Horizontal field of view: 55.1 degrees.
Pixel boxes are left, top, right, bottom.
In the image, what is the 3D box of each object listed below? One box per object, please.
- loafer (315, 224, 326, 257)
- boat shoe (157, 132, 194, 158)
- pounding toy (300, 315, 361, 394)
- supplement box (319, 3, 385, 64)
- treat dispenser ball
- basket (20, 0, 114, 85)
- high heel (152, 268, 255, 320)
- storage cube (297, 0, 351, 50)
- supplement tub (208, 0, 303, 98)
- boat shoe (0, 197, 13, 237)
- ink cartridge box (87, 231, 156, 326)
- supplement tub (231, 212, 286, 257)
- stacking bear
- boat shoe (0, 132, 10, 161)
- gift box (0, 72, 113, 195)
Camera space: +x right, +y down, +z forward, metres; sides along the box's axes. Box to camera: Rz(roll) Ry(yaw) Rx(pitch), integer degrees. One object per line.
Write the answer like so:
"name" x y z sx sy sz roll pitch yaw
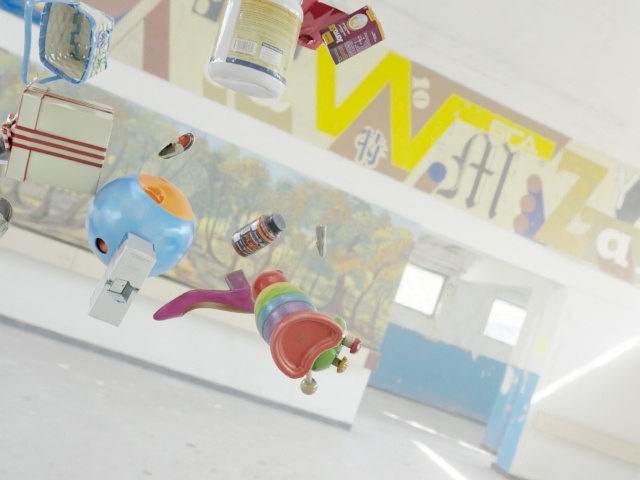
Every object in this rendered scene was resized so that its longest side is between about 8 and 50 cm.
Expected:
"loafer" 0.000 0.000 2.213 0.039 0.125 0.045 8 24 12
"boat shoe" -0.445 -0.291 1.893 0.137 0.049 0.043 -25 -7 29
"pounding toy" 0.042 0.343 1.800 0.110 0.237 0.183 27 -41 11
"supplement box" 0.104 -0.678 2.022 0.104 0.188 0.081 68 8 29
"treat dispenser ball" -0.492 -0.040 1.686 0.288 0.288 0.288 20 -5 2
"basket" -0.764 -0.600 1.831 0.201 0.254 0.289 32 33 15
"high heel" -0.408 0.254 2.236 0.377 0.181 0.127 -25 -7 -13
"storage cube" -0.041 -0.799 2.097 0.184 0.215 0.193 0 -27 -48
"supplement tub" -0.178 -0.590 1.761 0.228 0.316 0.228 15 0 0
"boat shoe" -0.933 -0.030 1.663 0.112 0.095 0.335 47 31 -16
"ink cartridge box" -0.480 0.091 1.485 0.082 0.190 0.139 27 7 -22
"supplement tub" -0.215 -0.025 2.169 0.198 0.106 0.106 -31 -35 28
"stacking bear" -0.094 0.177 1.543 0.164 0.175 0.289 44 3 -34
"boat shoe" -0.911 -0.287 1.886 0.119 0.121 0.335 -10 15 3
"gift box" -0.712 -0.300 1.665 0.258 0.276 0.255 12 12 -23
